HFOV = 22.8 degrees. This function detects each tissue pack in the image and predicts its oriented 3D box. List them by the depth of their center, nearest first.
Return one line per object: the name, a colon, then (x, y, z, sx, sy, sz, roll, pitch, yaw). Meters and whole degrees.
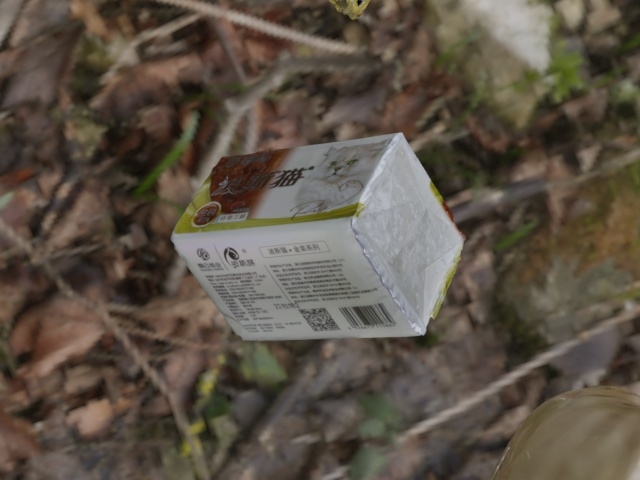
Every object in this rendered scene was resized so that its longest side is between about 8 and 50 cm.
tissue pack: (0.000, -0.001, 1.031, 0.106, 0.148, 0.099, 57, 46, -33)

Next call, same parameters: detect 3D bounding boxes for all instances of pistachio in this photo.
pistachio: (0.144, 0.182, 0.834, 0.157, 0.229, 0.157, 17, 25, -8)

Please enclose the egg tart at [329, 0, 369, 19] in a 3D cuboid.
egg tart: (0.017, -0.218, 1.098, 0.130, 0.052, 0.130, -15, 90, -74)
